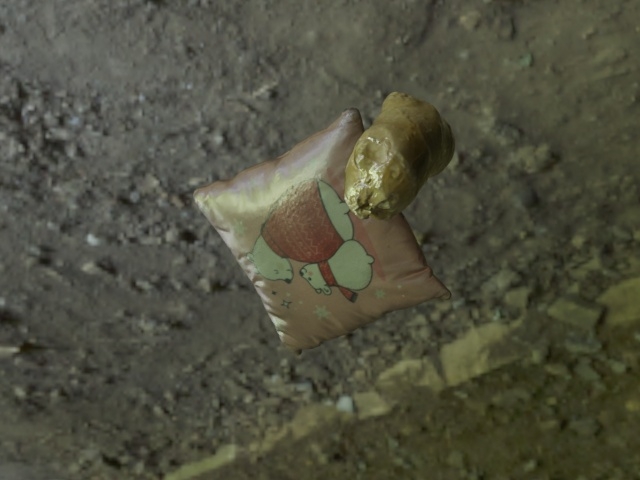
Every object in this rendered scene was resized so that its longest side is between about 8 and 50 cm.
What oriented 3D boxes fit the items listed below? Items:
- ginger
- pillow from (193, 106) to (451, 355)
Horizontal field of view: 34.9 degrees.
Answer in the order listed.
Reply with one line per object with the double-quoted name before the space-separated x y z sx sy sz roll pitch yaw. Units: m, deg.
"ginger" 0.077 -0.082 0.957 0.068 0.190 0.095 16 125 20
"pillow" 0.000 0.000 1.117 0.223 0.236 0.084 -28 -174 26
